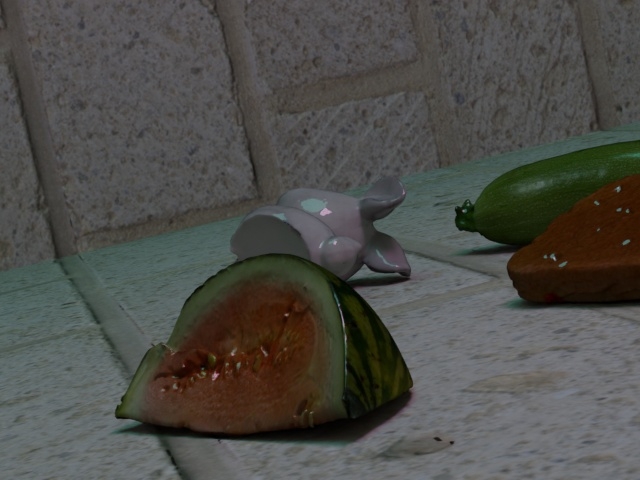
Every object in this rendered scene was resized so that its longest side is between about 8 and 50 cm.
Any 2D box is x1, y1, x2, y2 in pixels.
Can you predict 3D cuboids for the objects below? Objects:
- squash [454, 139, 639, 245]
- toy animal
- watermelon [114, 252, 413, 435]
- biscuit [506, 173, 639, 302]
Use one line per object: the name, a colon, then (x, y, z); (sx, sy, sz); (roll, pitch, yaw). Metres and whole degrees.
squash: (0.331, -0.057, 1.900); (0.395, 0.107, 0.107); (-9, 7, 34)
toy animal: (0.002, 0.003, 1.899); (0.179, 0.127, 0.193); (-3, 10, 44)
watermelon: (-0.035, 0.075, 1.325); (0.159, 0.128, 0.303); (-18, 8, -40)
biscuit: (0.337, -0.022, 1.550); (0.277, 0.052, 0.262); (-8, 26, 49)
